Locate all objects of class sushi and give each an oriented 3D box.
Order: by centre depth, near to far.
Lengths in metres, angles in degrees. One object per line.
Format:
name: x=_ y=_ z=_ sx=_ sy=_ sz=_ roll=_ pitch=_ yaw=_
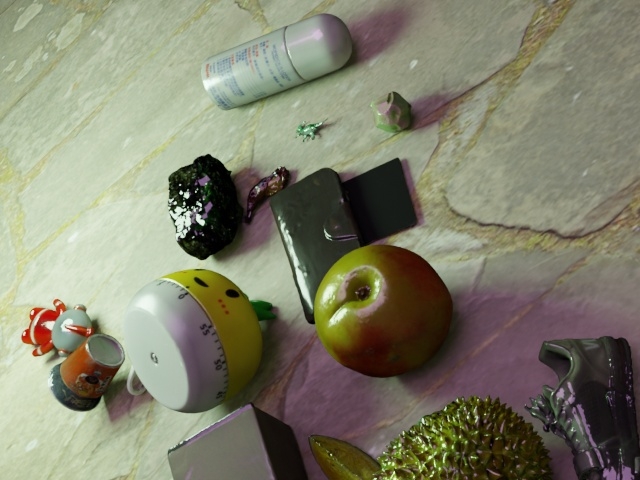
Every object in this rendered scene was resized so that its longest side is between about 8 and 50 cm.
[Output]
sushi: x=-0.246 y=-0.077 z=1.642 sx=0.127 sy=0.124 sz=0.224 roll=-26 pitch=54 yaw=21

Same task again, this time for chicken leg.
chicken leg: x=-0.121 y=-0.100 z=1.641 sx=0.145 sy=0.037 sz=0.062 roll=-41 pitch=68 yaw=7

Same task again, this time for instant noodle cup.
instant noodle cup: x=-0.476 y=0.266 z=1.592 sx=0.135 sy=0.127 sz=0.127 roll=-46 pitch=50 yaw=25

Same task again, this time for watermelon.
watermelon: x=0.053 y=0.394 z=1.255 sx=0.182 sy=0.092 sz=0.075 roll=30 pitch=98 yaw=37

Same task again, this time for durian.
durian: x=0.202 y=0.338 z=1.092 sx=0.291 sy=0.291 sz=0.224 roll=-40 pitch=46 yaw=8

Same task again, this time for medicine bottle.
medicine bottle: x=-0.091 y=-0.399 z=1.704 sx=0.341 sy=0.130 sz=0.130 roll=-15 pitch=60 yaw=26

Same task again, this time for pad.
pad: x=0.057 y=-0.049 z=1.521 sx=0.265 sy=0.009 sz=0.159 roll=-24 pitch=57 yaw=21

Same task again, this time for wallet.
wallet: x=0.000 y=0.000 z=1.503 sx=0.165 sy=0.042 sz=0.309 roll=-31 pitch=54 yaw=19

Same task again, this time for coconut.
coconut: x=0.143 y=-0.253 z=1.525 sx=0.081 sy=0.083 sz=0.082 roll=-13 pitch=82 yaw=33

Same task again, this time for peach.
peach: x=0.104 y=0.119 z=1.279 sx=0.231 sy=0.231 sz=0.230 roll=-14 pitch=61 yaw=25

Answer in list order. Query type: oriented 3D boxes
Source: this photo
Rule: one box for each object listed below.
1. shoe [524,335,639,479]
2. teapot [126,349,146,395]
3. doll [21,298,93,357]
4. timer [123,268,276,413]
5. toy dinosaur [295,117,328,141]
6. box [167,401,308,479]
shoe: x=0.365 y=0.269 z=1.088 sx=0.149 sy=0.109 sz=0.292 roll=5 pitch=60 yaw=9
teapot: x=-0.344 y=0.211 z=1.586 sx=0.145 sy=0.092 sz=0.226 roll=22 pitch=83 yaw=38
doll: x=-0.591 y=0.200 z=1.748 sx=0.245 sy=0.076 sz=0.142 roll=0 pitch=68 yaw=35
timer: x=-0.203 y=0.168 z=1.452 sx=0.285 sy=0.285 sz=0.285 roll=-14 pitch=61 yaw=25
toy dinosaur: x=-0.021 y=-0.244 z=1.656 sx=0.083 sy=0.021 sz=0.062 roll=-41 pitch=40 yaw=9
box: x=-0.118 y=0.439 z=1.284 sx=0.188 sy=0.153 sz=0.252 roll=-31 pitch=55 yaw=7
